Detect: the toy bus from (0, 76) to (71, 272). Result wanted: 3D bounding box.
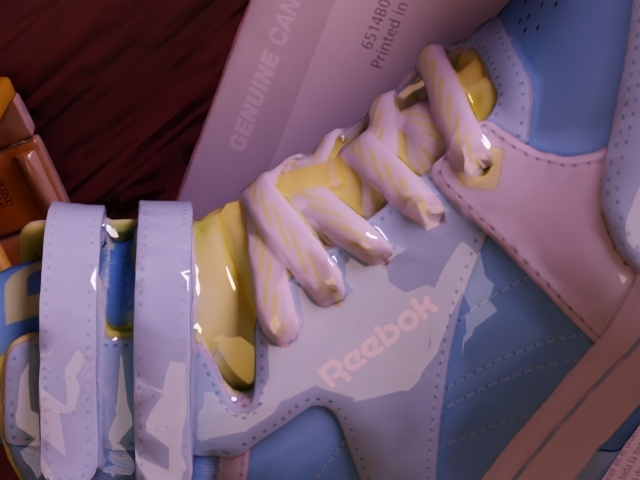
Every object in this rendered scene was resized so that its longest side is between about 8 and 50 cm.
[{"bbox_3d":[-0.191,0.016,0.593,0.191,0.104,0.202,23,117,-8],"label":"toy bus"}]

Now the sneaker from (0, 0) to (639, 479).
[{"bbox_3d":[0.000,0.000,0.476,0.208,0.127,0.319,16,117,-13],"label":"sneaker"}]

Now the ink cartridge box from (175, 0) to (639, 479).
[{"bbox_3d":[0.063,0.032,0.606,0.261,0.066,0.296,20,117,-7],"label":"ink cartridge box"}]
